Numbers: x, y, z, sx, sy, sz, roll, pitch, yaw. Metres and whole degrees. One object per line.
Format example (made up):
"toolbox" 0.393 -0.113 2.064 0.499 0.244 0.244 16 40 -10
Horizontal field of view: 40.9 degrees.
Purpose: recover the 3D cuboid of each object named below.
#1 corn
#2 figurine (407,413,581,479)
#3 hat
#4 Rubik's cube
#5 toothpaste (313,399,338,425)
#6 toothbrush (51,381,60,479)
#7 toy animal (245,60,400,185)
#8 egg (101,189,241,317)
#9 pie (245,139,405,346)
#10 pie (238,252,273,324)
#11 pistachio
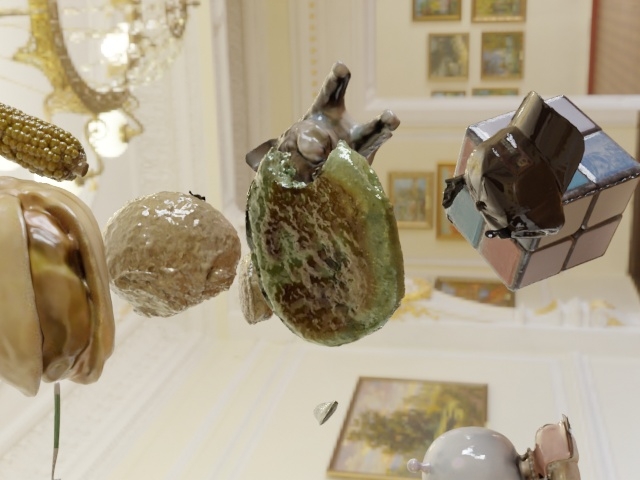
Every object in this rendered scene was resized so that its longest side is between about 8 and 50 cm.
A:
"corn" -0.528 -0.183 1.392 0.097 0.319 0.097 -156 90 -85
"figurine" 0.390 0.500 1.879 0.253 0.361 0.211 -74 -37 -64
"hat" 0.366 -0.125 1.713 0.238 0.209 0.336 54 155 36
"Rubik's cube" 0.530 -0.116 2.085 0.318 0.316 0.313 56 154 35
"toothpaste" 0.008 0.371 1.851 0.060 0.038 0.233 -52 -4 -11
"toothbrush" -0.588 0.441 1.910 0.018 0.024 0.257 1 90 61
"toy animal" -0.013 -0.139 1.550 0.303 0.194 0.344 -49 -2 2
"egg" -0.319 0.027 1.780 0.279 0.310 0.279 9 -100 -62
"pie" 0.002 0.008 1.206 0.067 0.302 0.303 -23 -63 -48
"pie" -0.160 0.115 2.091 0.163 0.079 0.193 91 166 -46
"pistachio" -0.390 0.051 1.144 0.321 0.229 0.238 60 142 23
